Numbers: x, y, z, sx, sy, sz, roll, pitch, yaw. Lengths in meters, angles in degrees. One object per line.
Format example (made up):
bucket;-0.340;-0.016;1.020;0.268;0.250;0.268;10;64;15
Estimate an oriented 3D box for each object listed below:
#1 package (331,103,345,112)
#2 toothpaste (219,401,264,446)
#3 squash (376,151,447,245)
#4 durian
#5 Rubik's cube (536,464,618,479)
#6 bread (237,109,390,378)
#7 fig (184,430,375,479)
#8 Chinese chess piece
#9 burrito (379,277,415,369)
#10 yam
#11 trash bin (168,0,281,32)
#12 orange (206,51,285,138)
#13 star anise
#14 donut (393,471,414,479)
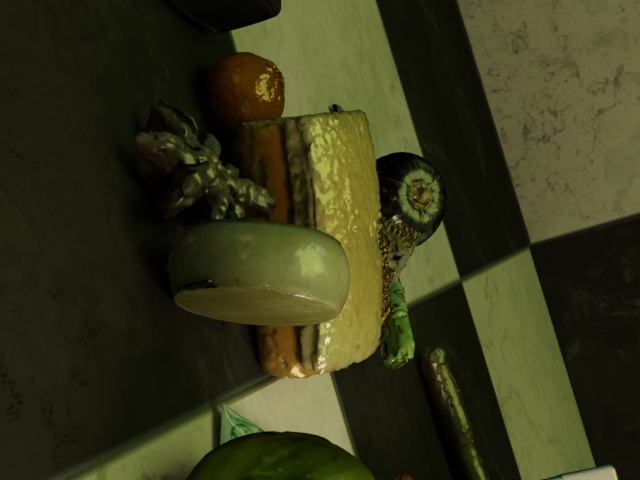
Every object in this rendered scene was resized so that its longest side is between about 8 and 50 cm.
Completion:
package;0.074;-0.171;2.284;0.173;0.027;0.171;36;38;-62
toothpaste;-0.055;0.305;1.551;0.297;0.048;0.074;43;39;-47
squash;0.155;-0.075;2.208;0.193;0.156;0.193;19;52;-25
durian;0.067;0.060;1.950;0.193;0.138;0.237;-53;165;-64
Rubik's cube;0.369;0.561;1.957;0.291;0.290;0.291;99;-20;-74
bread;0.000;0.000;1.664;0.236;0.165;0.375;-12;100;-61
fig;-0.067;0.304;1.267;0.314;0.233;0.233;45;34;-43
Chinese chess piece;-0.077;0.042;1.429;0.238;0.238;0.092;32;59;-60
burrito;0.117;0.140;2.057;0.054;0.104;0.288;25;29;-22
yam;0.272;0.367;2.305;0.071;0.067;0.317;-22;93;-56
trash bin;-0.155;-0.483;1.733;0.209;0.182;0.290;31;51;-62
orange;-0.110;-0.219;1.716;0.135;0.118;0.135;34;48;-48
star anise;-0.156;-0.082;1.488;0.236;0.093;0.229;36;26;-30
donut;0.140;0.495;1.796;0.253;0.118;0.253;46;35;-48
